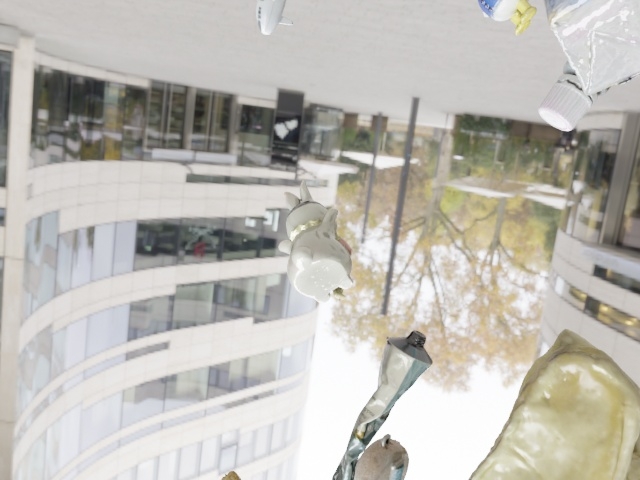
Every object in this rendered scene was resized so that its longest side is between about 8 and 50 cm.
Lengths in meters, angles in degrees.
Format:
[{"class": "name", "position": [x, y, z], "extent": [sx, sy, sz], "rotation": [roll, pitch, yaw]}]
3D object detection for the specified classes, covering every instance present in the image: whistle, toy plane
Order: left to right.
[{"class": "toy plane", "position": [-0.067, -0.414, 1.022], "extent": [0.065, 0.171, 0.162], "rotation": [3, -174, -19]}, {"class": "whistle", "position": [0.081, 0.379, 0.939], "extent": [0.057, 0.220, 0.107], "rotation": [25, -157, 35]}]

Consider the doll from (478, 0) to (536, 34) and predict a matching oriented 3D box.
[{"class": "doll", "position": [0.194, -0.301, 0.732], "extent": [0.057, 0.143, 0.099], "rotation": [-33, 169, -10]}]

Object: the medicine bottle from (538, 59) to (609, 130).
[{"class": "medicine bottle", "position": [0.441, -0.277, 1.043], "extent": [0.083, 0.203, 0.083], "rotation": [37, -176, -3]}]

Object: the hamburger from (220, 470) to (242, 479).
[{"class": "hamburger", "position": [-0.179, 0.517, 1.302], "extent": [0.044, 0.076, 0.083], "rotation": [-27, -161, 2]}]

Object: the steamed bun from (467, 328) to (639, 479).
[{"class": "steamed bun", "position": [0.365, 0.367, 0.931], "extent": [0.247, 0.428, 0.189], "rotation": [26, -177, 37]}]

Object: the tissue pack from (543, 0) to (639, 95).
[{"class": "tissue pack", "position": [0.160, -0.157, 0.309], "extent": [0.108, 0.148, 0.060], "rotation": [-24, 132, 34]}]

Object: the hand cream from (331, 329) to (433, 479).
[{"class": "hand cream", "position": [0.051, 0.204, 0.643], "extent": [0.052, 0.248, 0.075], "rotation": [21, -172, 3]}]

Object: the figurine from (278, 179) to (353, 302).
[{"class": "figurine", "position": [-0.008, 0.006, 0.753], "extent": [0.081, 0.098, 0.146], "rotation": [-17, -143, 6]}]
